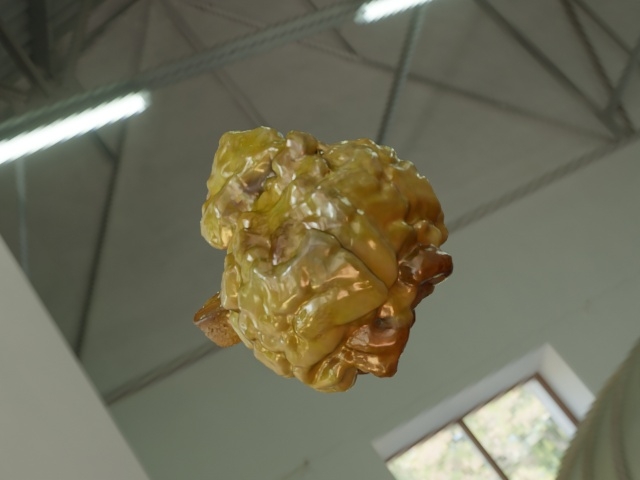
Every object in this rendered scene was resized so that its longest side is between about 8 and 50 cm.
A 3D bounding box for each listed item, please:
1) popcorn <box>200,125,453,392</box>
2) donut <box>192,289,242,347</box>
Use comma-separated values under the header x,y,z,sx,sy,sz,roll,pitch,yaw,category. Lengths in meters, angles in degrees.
x,y,z,sx,sy,sz,roll,pitch,yaw,category
0.000,0.000,1.308,0.265,0.332,0.225,-38,-26,-6,popcorn
-0.084,0.072,1.475,0.152,0.058,0.152,-35,10,7,donut
